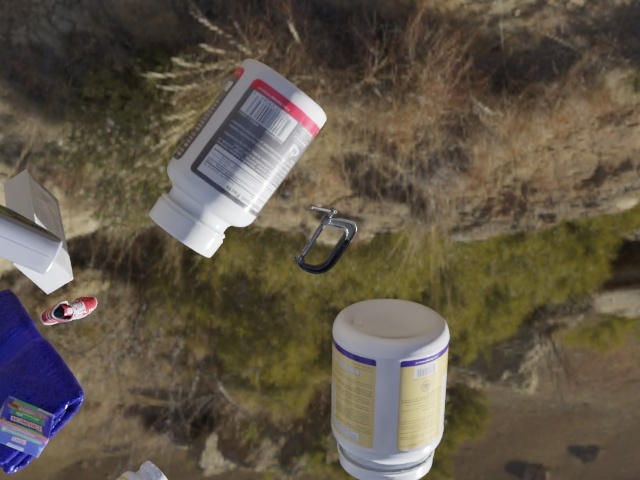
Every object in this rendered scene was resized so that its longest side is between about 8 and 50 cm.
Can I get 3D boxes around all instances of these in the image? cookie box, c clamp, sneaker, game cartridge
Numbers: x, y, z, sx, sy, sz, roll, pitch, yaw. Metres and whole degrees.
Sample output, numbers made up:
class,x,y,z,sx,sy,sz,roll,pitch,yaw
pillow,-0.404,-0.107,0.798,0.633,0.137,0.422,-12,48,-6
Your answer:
class,x,y,z,sx,sy,sz,roll,pitch,yaw
cookie box,-0.524,0.326,1.471,0.092,0.040,0.107,29,-174,-17
c clamp,0.000,0.000,1.606,0.137,0.022,0.160,6,125,-37
sneaker,-0.484,0.134,1.639,0.118,0.042,0.067,-21,-179,-39
game cartridge,-0.464,-0.030,1.136,0.196,0.060,0.294,34,171,-35

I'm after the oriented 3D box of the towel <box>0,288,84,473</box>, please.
class,x,y,z,sx,sy,sz,roll,pitch,yaw
towel,-0.617,0.269,1.628,0.227,0.308,0.076,-48,157,6

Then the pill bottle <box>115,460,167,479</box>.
class,x,y,z,sx,sy,sz,roll,pitch,yaw
pill bottle,-0.415,0.560,1.780,0.103,0.184,0.103,35,148,25

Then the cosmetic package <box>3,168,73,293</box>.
class,x,y,z,sx,sy,sz,roll,pitch,yaw
cosmetic package,-0.513,-0.019,1.510,0.060,0.239,0.099,-33,134,4

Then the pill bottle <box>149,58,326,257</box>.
class,x,y,z,sx,sy,sz,roll,pitch,yaw
pill bottle,-0.149,-0.135,1.429,0.176,0.318,0.176,36,180,0

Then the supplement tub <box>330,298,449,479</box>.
class,x,y,z,sx,sy,sz,roll,pitch,yaw
supplement tub,0.142,0.313,1.752,0.241,0.241,0.331,2,110,2
